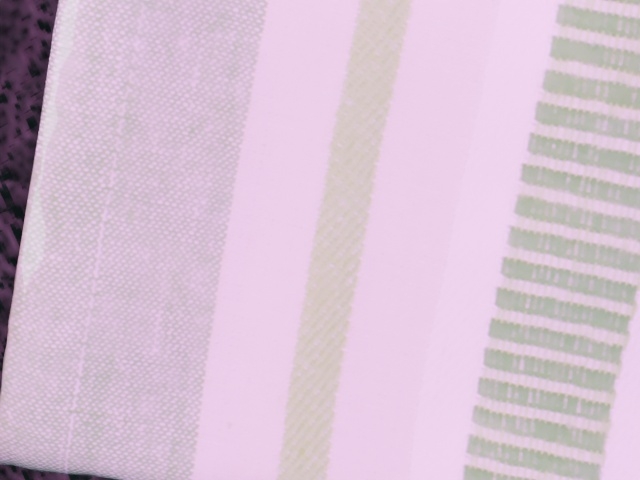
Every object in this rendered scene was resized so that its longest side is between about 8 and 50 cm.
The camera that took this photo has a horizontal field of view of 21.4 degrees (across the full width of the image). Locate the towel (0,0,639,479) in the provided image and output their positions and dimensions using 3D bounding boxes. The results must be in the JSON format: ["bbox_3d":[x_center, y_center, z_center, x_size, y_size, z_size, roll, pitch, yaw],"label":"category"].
[{"bbox_3d":[0.097,-0.035,0.404,0.325,0.038,0.248,9,104,-3],"label":"towel"}]
